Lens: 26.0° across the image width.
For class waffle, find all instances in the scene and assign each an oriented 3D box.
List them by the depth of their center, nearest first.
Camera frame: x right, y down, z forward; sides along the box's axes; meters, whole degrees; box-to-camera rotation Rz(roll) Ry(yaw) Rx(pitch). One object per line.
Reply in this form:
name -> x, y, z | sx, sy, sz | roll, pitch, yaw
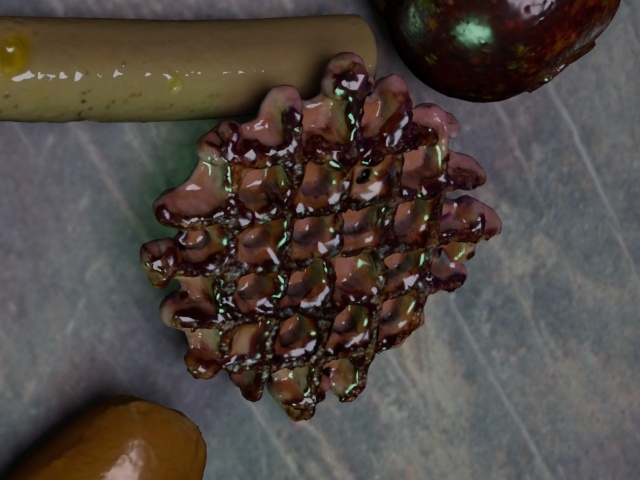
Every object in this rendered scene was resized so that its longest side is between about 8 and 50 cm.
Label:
waffle -> 0.000, 0.000, 0.838 | 0.221, 0.055, 0.234 | -47, 135, 1

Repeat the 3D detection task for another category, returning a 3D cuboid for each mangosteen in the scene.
mangosteen -> 0.097, -0.174, 0.839 | 0.156, 0.181, 0.146 | -39, 161, 5

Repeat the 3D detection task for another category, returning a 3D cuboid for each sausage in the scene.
sausage -> -0.107, -0.097, 0.779 | 0.301, 0.066, 0.066 | -3, 104, -26
sausage -> -0.165, 0.184, 0.807 | 0.238, 0.098, 0.098 | -45, 118, -8
